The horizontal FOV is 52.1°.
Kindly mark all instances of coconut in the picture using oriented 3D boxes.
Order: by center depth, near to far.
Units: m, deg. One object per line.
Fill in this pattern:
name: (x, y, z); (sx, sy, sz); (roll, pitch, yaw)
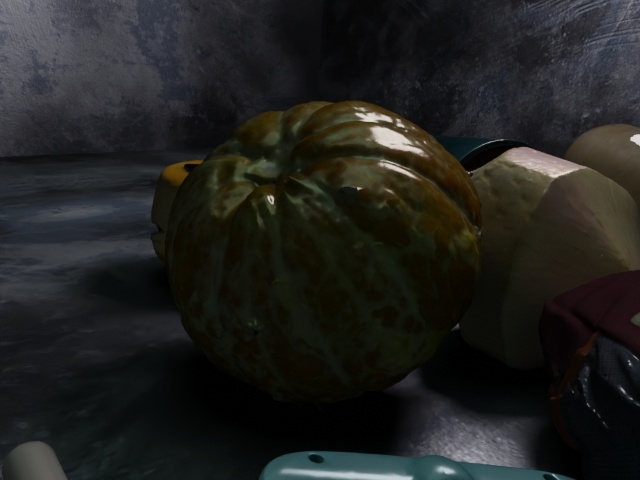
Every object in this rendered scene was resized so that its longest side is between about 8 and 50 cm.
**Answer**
coconut: (0.257, 0.023, 0.769); (0.259, 0.259, 0.259); (4, 14, -1)

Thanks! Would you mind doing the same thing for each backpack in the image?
backpack: (0.306, 0.118, 0.511); (0.283, 0.197, 0.317); (3, 3, -2)

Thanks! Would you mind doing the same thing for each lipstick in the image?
lipstick: (-0.180, 0.180, 0.434); (0.038, 0.038, 0.131); (-5, 16, -33)

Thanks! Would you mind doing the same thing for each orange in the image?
orange: (0.000, 0.000, 0.666); (0.329, 0.249, 0.329); (-14, 48, 15)

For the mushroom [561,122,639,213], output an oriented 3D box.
mushroom: (0.513, -0.046, 0.911); (0.362, 0.294, 0.362); (33, 19, -13)

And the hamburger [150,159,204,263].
hamburger: (-0.114, -0.025, 1.005); (0.300, 0.176, 0.300); (5, 13, -1)

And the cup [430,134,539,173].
cup: (0.247, -0.068, 1.140); (0.308, 0.242, 0.292); (-13, 17, -21)

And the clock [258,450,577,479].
clock: (0.084, 0.194, 0.278); (0.223, 0.094, 0.274); (8, 9, -13)
